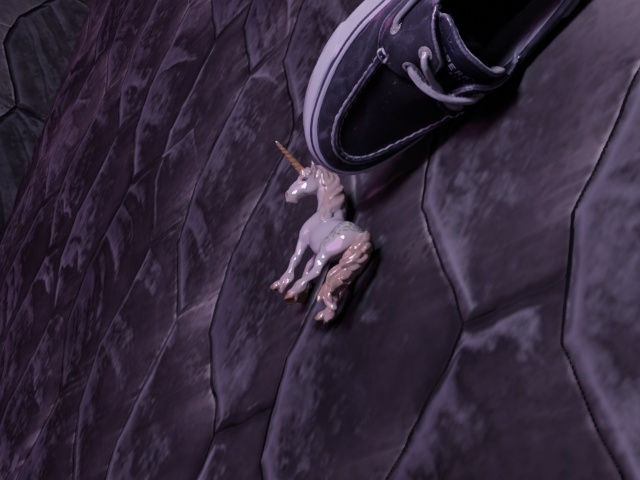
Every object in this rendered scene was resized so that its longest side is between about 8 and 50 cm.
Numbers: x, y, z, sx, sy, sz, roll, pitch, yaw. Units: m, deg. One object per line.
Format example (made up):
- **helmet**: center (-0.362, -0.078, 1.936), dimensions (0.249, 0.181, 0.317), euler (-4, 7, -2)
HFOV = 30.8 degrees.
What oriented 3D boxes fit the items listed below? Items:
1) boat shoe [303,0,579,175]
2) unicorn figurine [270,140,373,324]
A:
- **boat shoe**: center (0.096, -0.143, 0.837), dimensions (0.301, 0.108, 0.102), euler (-42, 28, 25)
- **unicorn figurine**: center (0.000, 0.000, 0.944), dimensions (0.162, 0.060, 0.111), euler (31, 93, 50)
